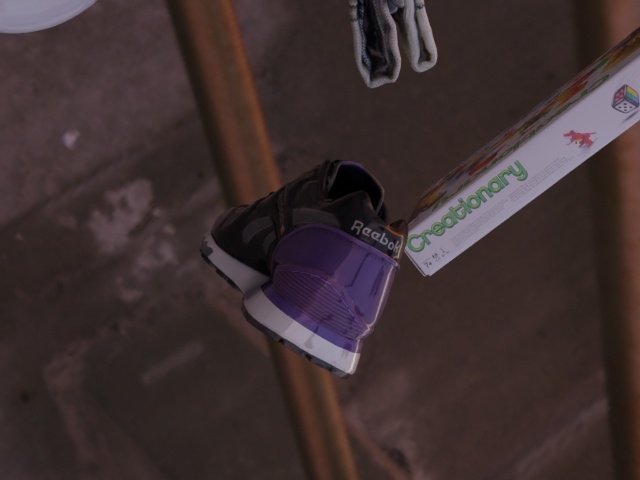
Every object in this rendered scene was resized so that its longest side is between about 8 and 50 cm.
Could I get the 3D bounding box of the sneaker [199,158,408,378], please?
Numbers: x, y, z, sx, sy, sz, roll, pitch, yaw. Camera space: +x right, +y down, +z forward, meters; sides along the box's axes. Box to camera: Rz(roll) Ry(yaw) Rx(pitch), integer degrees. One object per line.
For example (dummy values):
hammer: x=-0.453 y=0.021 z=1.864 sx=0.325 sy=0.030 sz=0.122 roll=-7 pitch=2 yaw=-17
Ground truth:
sneaker: x=0.000 y=0.000 z=1.114 sx=0.107 sy=0.283 sz=0.124 roll=30 pitch=94 yaw=-20

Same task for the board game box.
board game box: x=0.221 y=-0.094 z=1.573 sx=0.305 sy=0.193 sz=0.053 roll=-38 pitch=96 yaw=18

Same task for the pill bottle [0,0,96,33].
pill bottle: x=-0.221 y=-0.267 z=1.076 sx=0.153 sy=0.265 sz=0.153 roll=-8 pitch=127 yaw=-10

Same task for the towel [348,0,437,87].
towel: x=0.034 y=-0.295 z=1.051 sx=0.056 sy=0.324 sz=0.312 roll=-6 pitch=118 yaw=5
